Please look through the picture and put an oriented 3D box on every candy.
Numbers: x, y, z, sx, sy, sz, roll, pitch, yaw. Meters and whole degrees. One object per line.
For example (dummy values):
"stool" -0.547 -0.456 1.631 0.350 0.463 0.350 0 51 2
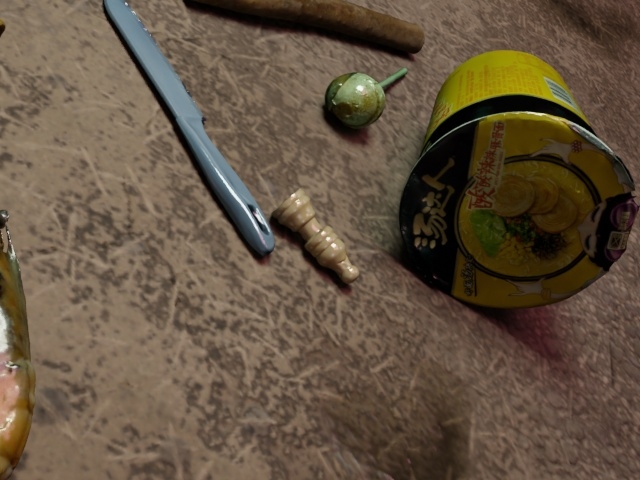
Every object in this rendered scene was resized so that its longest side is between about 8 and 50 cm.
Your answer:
"candy" 0.061 -0.168 1.052 0.061 0.061 0.202 45 29 1

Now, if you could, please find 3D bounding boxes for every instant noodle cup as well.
"instant noodle cup" 0.189 -0.080 0.965 0.215 0.215 0.236 33 32 -14

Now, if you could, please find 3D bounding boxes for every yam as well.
"yam" -0.007 -0.253 1.065 0.327 0.045 0.045 4 82 -41

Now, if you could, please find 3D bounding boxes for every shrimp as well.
"shrimp" -0.242 0.052 0.563 0.150 0.051 0.217 8 53 -28

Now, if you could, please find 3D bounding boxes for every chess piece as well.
"chess piece" 0.000 0.000 0.842 0.092 0.035 0.035 49 38 0

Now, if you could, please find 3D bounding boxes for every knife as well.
"knife" -0.119 -0.114 0.855 0.044 0.019 0.313 -7 59 -54

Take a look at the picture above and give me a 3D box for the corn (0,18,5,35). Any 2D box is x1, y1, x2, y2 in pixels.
"corn" -0.374 -0.256 0.671 0.363 0.120 0.120 40 38 -6
